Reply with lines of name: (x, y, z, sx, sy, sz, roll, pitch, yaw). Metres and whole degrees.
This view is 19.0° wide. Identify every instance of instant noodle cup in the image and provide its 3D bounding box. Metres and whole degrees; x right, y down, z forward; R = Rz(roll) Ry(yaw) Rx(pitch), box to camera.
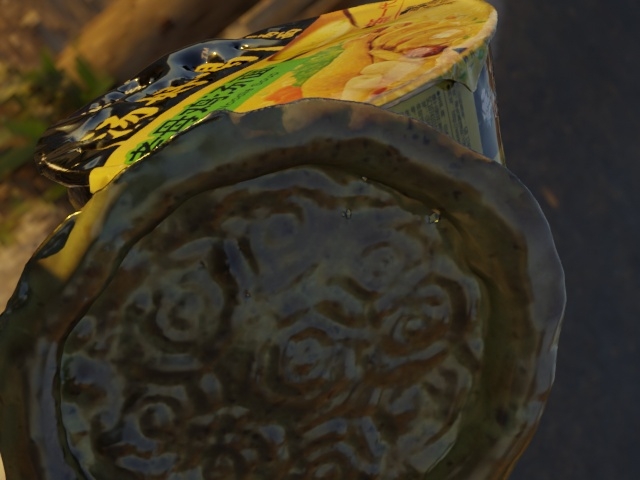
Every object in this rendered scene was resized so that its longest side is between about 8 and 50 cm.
instant noodle cup: (0.000, 0.000, 0.613, 0.151, 0.151, 0.122, -75, 148, -66)

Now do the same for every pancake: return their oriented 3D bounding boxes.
pancake: (-0.008, 0.024, 0.360, 0.115, 0.115, 0.011, 44, 6, -26)
